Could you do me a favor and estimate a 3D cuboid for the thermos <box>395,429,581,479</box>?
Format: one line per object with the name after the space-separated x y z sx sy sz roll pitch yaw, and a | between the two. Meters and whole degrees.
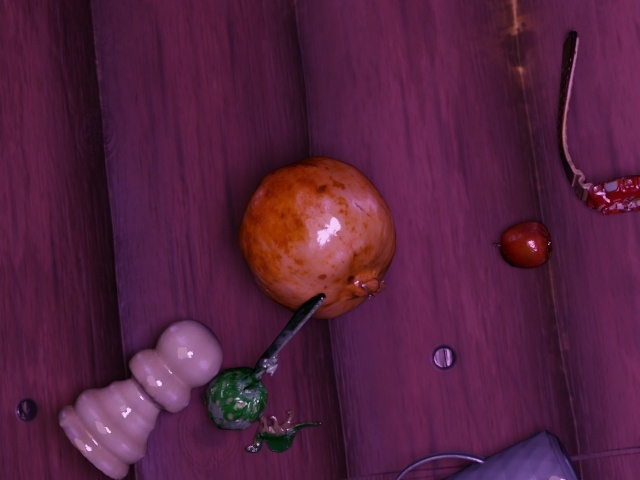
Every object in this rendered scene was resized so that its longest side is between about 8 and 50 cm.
0.218 0.369 1.823 0.287 0.145 0.182 -25 89 9 | thermos

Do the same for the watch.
0.424 -0.170 1.877 0.165 0.102 0.268 2 75 7 | watch

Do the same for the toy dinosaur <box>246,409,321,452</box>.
-0.055 0.287 1.964 0.120 0.029 0.060 -8 95 8 | toy dinosaur

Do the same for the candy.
-0.074 0.169 1.872 0.097 0.097 0.323 50 133 14 | candy

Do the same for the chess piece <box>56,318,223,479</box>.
-0.253 0.223 1.962 0.251 0.144 0.144 -42 76 1 | chess piece

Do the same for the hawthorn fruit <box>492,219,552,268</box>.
0.296 0.008 1.889 0.077 0.077 0.077 -2 83 13 | hawthorn fruit

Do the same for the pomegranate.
0.000 0.000 1.873 0.248 0.248 0.248 -2 83 13 | pomegranate
